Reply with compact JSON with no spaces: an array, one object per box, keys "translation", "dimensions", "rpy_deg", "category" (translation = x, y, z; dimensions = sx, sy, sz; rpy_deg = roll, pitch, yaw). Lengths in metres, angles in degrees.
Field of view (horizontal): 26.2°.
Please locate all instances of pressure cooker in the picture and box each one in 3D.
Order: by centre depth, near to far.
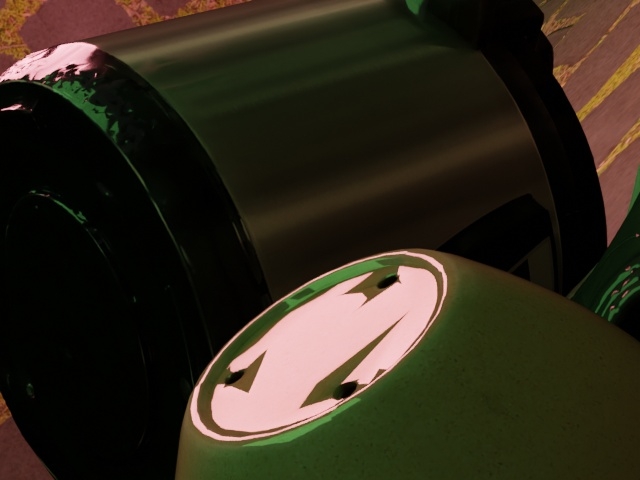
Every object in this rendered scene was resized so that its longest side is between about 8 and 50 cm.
[{"translation":[-0.003,-0.005,0.997],"dimensions":[0.420,0.375,0.370],"rpy_deg":[-20,1,-36],"category":"pressure cooker"}]

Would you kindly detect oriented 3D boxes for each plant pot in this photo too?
[{"translation":[0.046,0.116,0.604],"dimensions":[0.284,0.191,0.284],"rpy_deg":[-26,21,11],"category":"plant pot"}]

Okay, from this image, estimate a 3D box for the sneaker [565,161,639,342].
[{"translation":[0.241,-0.003,0.829],"dimensions":[0.295,0.104,0.147],"rpy_deg":[-55,9,-7],"category":"sneaker"}]
